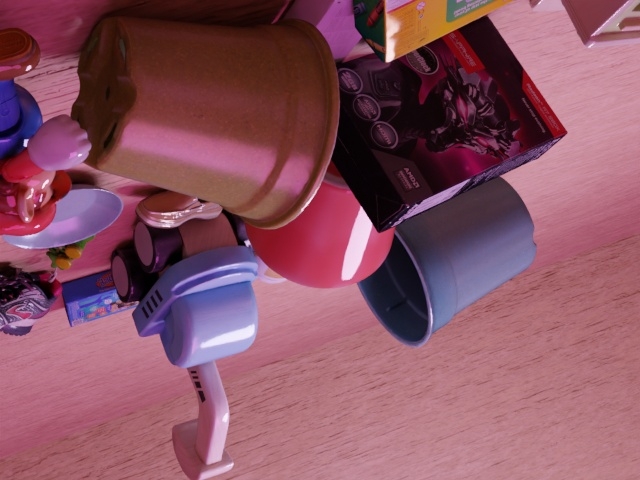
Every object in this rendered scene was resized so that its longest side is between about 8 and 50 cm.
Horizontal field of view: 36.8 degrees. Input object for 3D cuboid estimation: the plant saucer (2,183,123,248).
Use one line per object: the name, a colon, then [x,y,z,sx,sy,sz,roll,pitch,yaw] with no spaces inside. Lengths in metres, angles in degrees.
plant saucer: [-0.415,-0.047,1.538,0.194,0.037,0.195,-20,161,-7]

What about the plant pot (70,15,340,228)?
plant pot: [-0.158,-0.162,1.189,0.253,0.276,0.276,5,150,-35]

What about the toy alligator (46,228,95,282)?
toy alligator: [-0.454,0.018,1.684,0.051,0.056,0.189,34,134,-21]

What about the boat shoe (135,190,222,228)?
boat shoe: [-0.236,-0.072,1.669,0.190,0.068,0.072,-17,153,-51]

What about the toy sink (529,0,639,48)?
toy sink: [0.457,-0.377,1.451,0.152,0.131,0.234,-11,161,-31]

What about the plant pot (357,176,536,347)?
plant pot: [0.281,0.017,2.176,0.334,0.341,0.341,-24,165,-22]

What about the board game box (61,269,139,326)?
board game box: [-0.425,0.106,1.992,0.210,0.047,0.160,-16,162,-17]

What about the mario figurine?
mario figurine: [-0.339,-0.137,1.098,0.170,0.198,0.321,1,144,-8]

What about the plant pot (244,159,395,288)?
plant pot: [0.021,-0.095,1.612,0.274,0.275,0.243,-15,152,-22]

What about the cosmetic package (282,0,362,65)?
cosmetic package: [-0.006,-0.278,1.303,0.098,0.060,0.239,-15,162,-36]

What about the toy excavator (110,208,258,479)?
toy excavator: [-0.233,0.203,1.840,0.222,0.445,0.433,-10,159,-33]

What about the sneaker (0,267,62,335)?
sneaker: [-0.565,0.098,1.692,0.112,0.121,0.299,-41,174,7]

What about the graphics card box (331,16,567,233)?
graphics card box: [0.172,-0.181,1.421,0.371,0.233,0.094,-24,168,-34]

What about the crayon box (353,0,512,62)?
crayon box: [0.174,-0.348,1.164,0.278,0.081,0.165,-28,152,-10]

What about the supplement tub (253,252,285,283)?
supplement tub: [-0.075,-0.006,1.913,0.144,0.144,0.200,-15,162,-23]
